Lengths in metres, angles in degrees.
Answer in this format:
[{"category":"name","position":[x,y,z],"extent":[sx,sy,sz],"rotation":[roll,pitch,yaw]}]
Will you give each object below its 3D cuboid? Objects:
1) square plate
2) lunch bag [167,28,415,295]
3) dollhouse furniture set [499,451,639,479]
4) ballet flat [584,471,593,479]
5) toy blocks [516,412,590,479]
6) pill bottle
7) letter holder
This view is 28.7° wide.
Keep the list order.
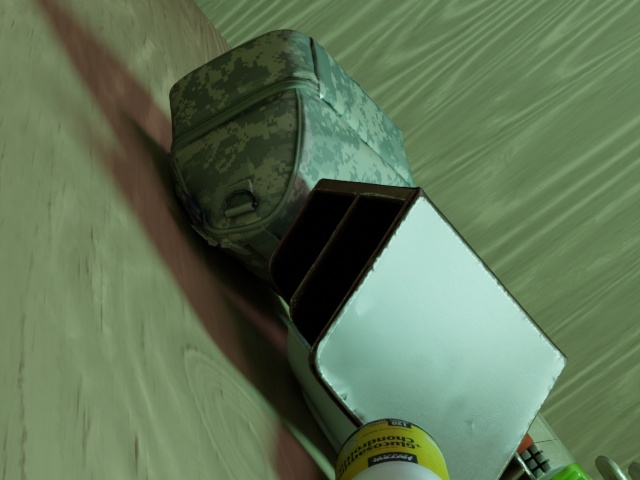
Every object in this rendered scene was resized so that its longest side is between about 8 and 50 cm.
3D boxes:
[{"category":"square plate","position":[0.090,0.253,1.369],"extent":[0.347,0.049,0.344],"rotation":[55,8,17]},{"category":"lunch bag","position":[-0.028,-0.054,1.443],"extent":[0.305,0.212,0.256],"rotation":[42,30,-48]},{"category":"dollhouse furniture set","position":[0.298,0.357,1.635],"extent":[0.161,0.212,0.242],"rotation":[54,-20,-11]},{"category":"ballet flat","position":[0.449,0.512,2.202],"extent":[0.342,0.116,0.124],"rotation":[70,6,-52]},{"category":"toy blocks","position":[0.258,0.275,2.023],"extent":[0.381,0.191,0.261],"rotation":[56,19,20]},{"category":"pill bottle","position":[0.064,0.227,1.079],"extent":[0.103,0.103,0.184],"rotation":[53,6,-8]},{"category":"letter holder","position":[0.079,0.115,1.276],"extent":[0.152,0.214,0.302],"rotation":[9,-29,50]}]
